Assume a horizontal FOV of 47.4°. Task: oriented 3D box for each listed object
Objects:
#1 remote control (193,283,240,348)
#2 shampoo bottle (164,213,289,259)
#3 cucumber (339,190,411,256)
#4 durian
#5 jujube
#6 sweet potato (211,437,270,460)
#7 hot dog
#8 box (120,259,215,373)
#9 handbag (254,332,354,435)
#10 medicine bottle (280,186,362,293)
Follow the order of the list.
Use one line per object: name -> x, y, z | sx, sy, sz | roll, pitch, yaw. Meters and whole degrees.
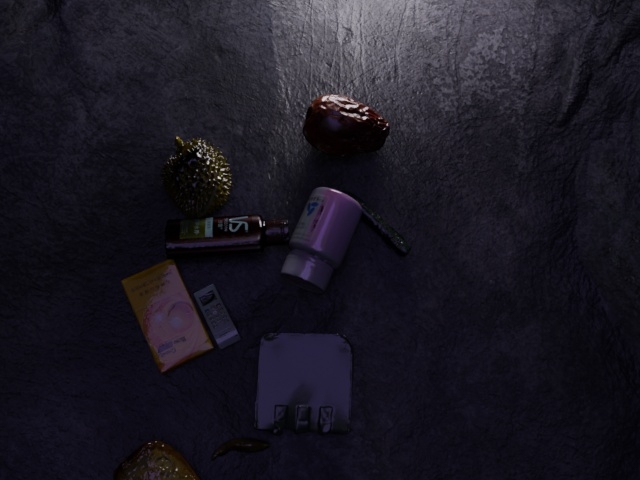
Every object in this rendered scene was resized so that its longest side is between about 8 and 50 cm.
remote control -> -0.272, 0.201, 1.913 | 0.065, 0.029, 0.166 | -27, 74, -7
shampoo bottle -> -0.244, -0.013, 1.931 | 0.322, 0.084, 0.129 | -3, 42, -2
cucumber -> 0.147, -0.053, 1.987 | 0.256, 0.043, 0.044 | 43, 73, 9
durian -> -0.339, -0.190, 1.951 | 0.193, 0.138, 0.237 | -31, 79, -9
jujube -> 0.071, -0.308, 1.999 | 0.236, 0.168, 0.168 | 11, 75, -15
sweet potato -> -0.202, 0.519, 1.834 | 0.153, 0.038, 0.041 | -10, 54, -3
hot dog -> -0.377, 0.618, 1.765 | 0.175, 0.114, 0.259 | -39, 83, -15
box -> -0.399, 0.195, 1.902 | 0.152, 0.043, 0.269 | -26, 78, -8
handbag -> -0.039, 0.367, 1.858 | 0.247, 0.079, 0.260 | 3, 77, -1
medicine bottle -> 0.000, 0.000, 1.913 | 0.151, 0.152, 0.255 | 24, 77, 4
